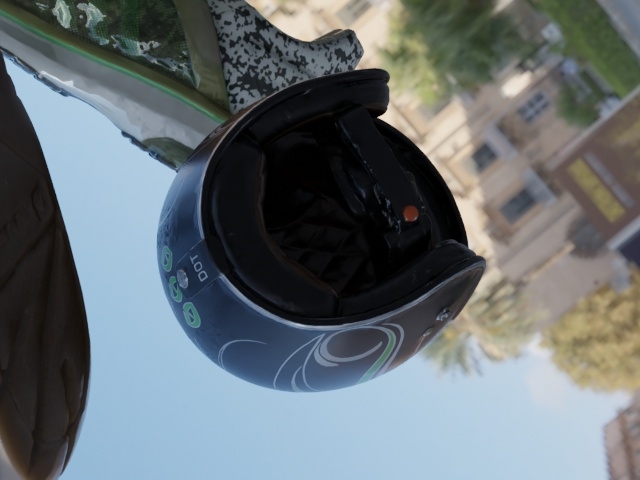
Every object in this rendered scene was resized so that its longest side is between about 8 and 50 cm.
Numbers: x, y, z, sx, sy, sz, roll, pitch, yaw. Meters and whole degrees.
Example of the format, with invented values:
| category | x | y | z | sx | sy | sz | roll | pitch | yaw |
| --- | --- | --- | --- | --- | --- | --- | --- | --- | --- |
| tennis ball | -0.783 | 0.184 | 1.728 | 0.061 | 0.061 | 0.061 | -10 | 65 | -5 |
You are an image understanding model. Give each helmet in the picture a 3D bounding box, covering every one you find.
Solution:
| category | x | y | z | sx | sy | sz | roll | pitch | yaw |
| --- | --- | --- | --- | --- | --- | --- | --- | --- | --- |
| helmet | 0.000 | 0.000 | 0.716 | 0.169 | 0.169 | 0.161 | 51 | 167 | 7 |

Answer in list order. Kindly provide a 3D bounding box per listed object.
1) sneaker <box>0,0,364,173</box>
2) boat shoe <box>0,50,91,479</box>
| category | x | y | z | sx | sy | sz | roll | pitch | yaw |
| --- | --- | --- | --- | --- | --- | --- | --- | --- | --- |
| sneaker | -0.144 | -0.184 | 0.991 | 0.410 | 0.182 | 0.158 | 34 | 179 | -15 |
| boat shoe | -0.173 | -0.070 | 0.437 | 0.123 | 0.123 | 0.342 | -68 | -32 | -64 |
